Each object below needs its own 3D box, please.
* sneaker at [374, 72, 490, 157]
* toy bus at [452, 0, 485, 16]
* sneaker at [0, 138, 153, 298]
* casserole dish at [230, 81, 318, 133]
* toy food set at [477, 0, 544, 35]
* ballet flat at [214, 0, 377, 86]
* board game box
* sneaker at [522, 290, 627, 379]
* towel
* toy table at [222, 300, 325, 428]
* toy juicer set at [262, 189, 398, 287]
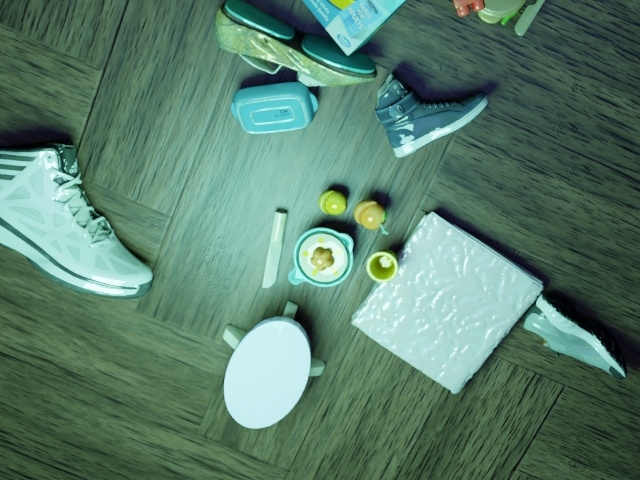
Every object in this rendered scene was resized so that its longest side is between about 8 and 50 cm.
[{"bbox_3d":[0.222,-0.293,1.595,0.226,0.086,0.163,-27,106,12],"label":"sneaker"},{"bbox_3d":[0.290,-0.552,1.476,0.220,0.149,0.211,-22,102,9],"label":"toy bus"},{"bbox_3d":[-0.541,-0.063,1.668,0.447,0.169,0.257,27,108,-2],"label":"sneaker"},{"bbox_3d":[-0.099,-0.272,1.616,0.188,0.037,0.114,-5,137,11],"label":"casserole dish"},{"bbox_3d":[0.358,-0.508,1.551,0.192,0.038,0.132,34,99,7],"label":"toy food set"},{"bbox_3d":[-0.056,-0.381,1.582,0.349,0.123,0.123,22,107,-4],"label":"ballet flat"},{"bbox_3d":[0.086,-0.549,1.431,0.254,0.079,0.336,49,137,-5],"label":"board game box"},{"bbox_3d":[0.578,0.226,1.732,0.271,0.100,0.108,36,120,-4],"label":"sneaker"},{"bbox_3d":[0.283,0.142,1.739,0.317,0.053,0.332,34,105,-6],"label":"towel"},{"bbox_3d":[-0.110,0.274,1.747,0.252,0.161,0.274,33,107,-7],"label":"toy table"},{"bbox_3d":[0.000,0.000,1.675,0.329,0.089,0.209,-6,103,16],"label":"toy juicer set"}]
